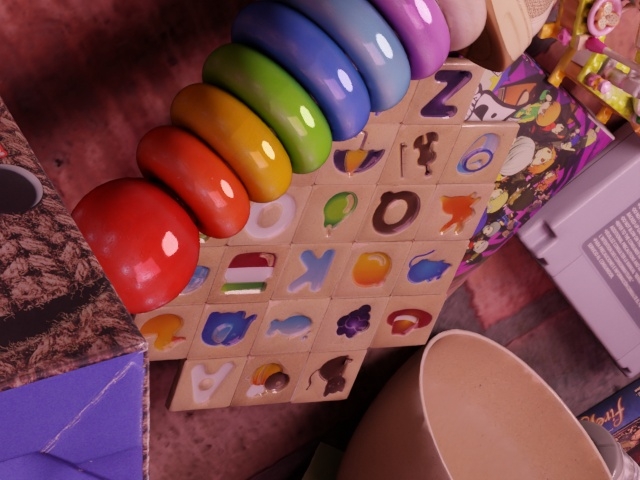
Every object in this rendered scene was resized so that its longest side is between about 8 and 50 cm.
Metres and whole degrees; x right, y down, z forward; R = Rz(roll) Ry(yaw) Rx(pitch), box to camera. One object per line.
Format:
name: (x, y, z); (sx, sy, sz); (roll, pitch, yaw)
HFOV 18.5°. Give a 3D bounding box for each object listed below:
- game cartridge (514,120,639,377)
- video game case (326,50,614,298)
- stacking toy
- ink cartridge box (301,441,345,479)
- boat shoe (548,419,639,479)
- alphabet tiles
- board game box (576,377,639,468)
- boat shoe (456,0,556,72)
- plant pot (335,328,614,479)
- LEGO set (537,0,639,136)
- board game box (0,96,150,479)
game cartridge: (0.302, -0.002, 1.767); (0.198, 0.062, 0.297); (-42, 140, 1)
video game case: (0.099, -0.055, 1.576); (0.232, 0.042, 0.210); (-44, 140, 10)
stacking toy: (-0.045, -0.086, 1.306); (0.330, 0.141, 0.141); (-45, 143, -14)
ink cartridge box: (0.008, 0.321, 1.814); (0.171, 0.056, 0.235); (31, 88, -48)
boat shoe: (0.164, 0.292, 1.899); (0.320, 0.118, 0.103); (-36, 143, 9)
alphabet tiles: (0.000, 0.000, 1.522); (0.285, 0.011, 0.343); (-2, 129, -31)
board game box: (0.343, 0.229, 2.031); (0.165, 0.042, 0.243); (-32, 141, -5)
boat shoe: (0.098, -0.258, 1.327); (0.110, 0.121, 0.341); (-45, 149, -14)
plant pot: (0.117, 0.247, 1.732); (0.191, 0.284, 0.284); (-38, 143, 27)
LEGO set: (0.252, -0.149, 1.502); (0.132, 0.107, 0.287); (-34, 135, -23)
board game box: (-0.267, 0.050, 1.224); (0.232, 0.291, 0.141); (-16, 136, -23)
